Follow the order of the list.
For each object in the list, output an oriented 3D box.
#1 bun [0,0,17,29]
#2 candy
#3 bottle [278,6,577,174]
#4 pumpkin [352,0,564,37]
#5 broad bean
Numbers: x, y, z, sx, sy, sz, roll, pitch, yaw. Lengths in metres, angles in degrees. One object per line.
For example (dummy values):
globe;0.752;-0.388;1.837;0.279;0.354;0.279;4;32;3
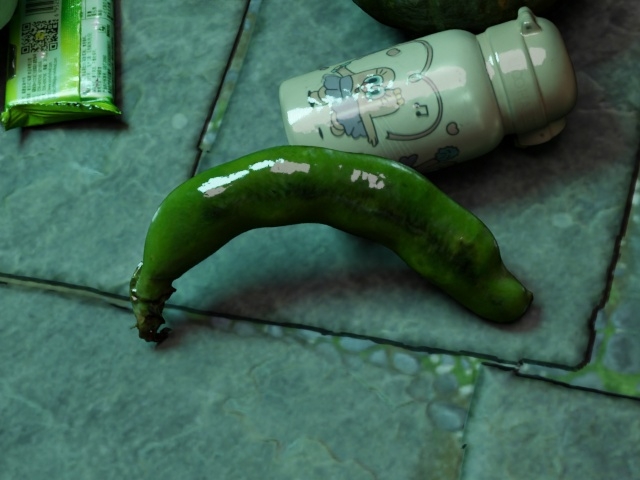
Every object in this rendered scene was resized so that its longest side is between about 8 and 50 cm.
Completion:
bun;-0.334;-0.261;1.328;0.263;0.175;0.263;5;105;19
candy;-0.209;-0.167;1.325;0.102;0.032;0.178;-7;60;4
bottle;0.083;-0.094;1.187;0.209;0.110;0.097;-16;31;8
pumpkin;0.106;-0.254;1.234;0.224;0.157;0.223;-10;51;12
broad bean;0.000;0.000;1.148;0.292;0.144;0.049;-4;22;8
